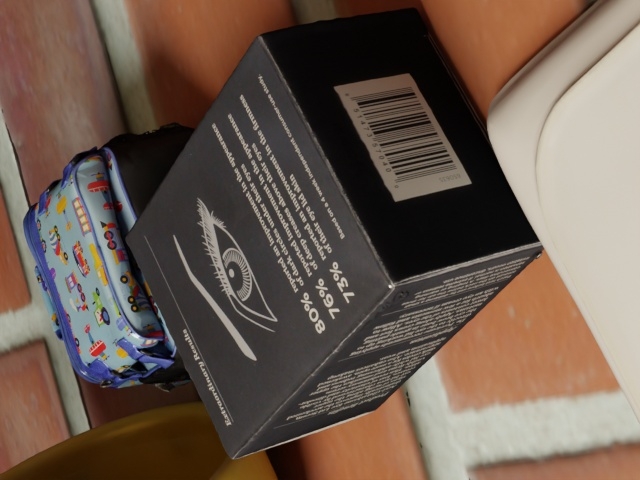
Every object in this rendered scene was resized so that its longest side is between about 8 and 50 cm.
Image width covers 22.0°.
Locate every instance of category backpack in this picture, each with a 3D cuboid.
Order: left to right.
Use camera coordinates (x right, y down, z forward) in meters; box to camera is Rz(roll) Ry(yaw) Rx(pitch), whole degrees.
[{"bbox_3d":[-0.121,0.024,1.059,0.173,0.117,0.158,-31,75,56],"label":"backpack"}]

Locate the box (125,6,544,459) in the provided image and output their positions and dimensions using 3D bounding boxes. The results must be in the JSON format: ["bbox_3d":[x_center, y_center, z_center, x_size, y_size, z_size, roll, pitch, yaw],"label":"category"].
[{"bbox_3d":[0.000,0.000,0.888,0.153,0.108,0.207,63,143,18],"label":"box"}]

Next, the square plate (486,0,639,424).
[{"bbox_3d":[0.217,0.010,0.646,0.344,0.049,0.347,-45,65,50],"label":"square plate"}]

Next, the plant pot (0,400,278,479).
[{"bbox_3d":[-0.111,0.264,1.039,0.254,0.254,0.239,-5,113,55],"label":"plant pot"}]
